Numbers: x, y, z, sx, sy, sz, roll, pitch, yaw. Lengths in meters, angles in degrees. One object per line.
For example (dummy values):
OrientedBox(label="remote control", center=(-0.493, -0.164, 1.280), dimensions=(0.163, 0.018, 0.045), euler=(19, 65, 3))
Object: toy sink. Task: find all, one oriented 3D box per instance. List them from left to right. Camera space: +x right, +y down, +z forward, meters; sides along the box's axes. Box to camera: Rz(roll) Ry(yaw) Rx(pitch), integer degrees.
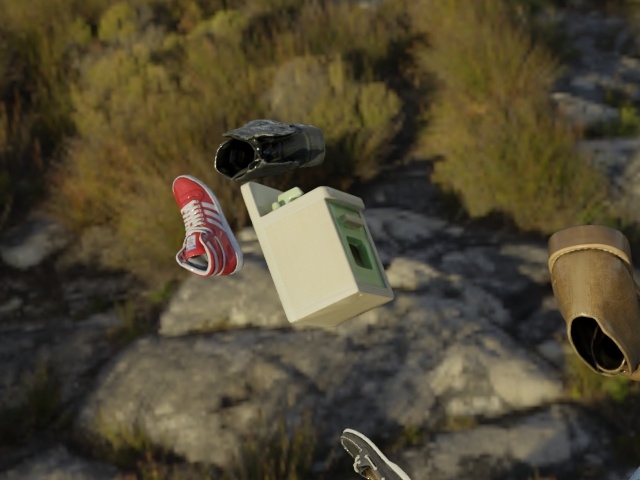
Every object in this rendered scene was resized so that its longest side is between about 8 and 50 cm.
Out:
OrientedBox(label="toy sink", center=(0.000, 0.000, 1.945), dimensions=(0.131, 0.234, 0.153), euler=(-27, -17, 19))

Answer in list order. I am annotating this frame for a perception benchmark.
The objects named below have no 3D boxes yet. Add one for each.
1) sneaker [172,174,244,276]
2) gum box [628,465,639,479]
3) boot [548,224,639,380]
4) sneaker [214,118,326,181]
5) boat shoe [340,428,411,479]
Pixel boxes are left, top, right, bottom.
OrientedBox(label="sneaker", center=(-0.129, -0.014, 1.307), dimensions=(0.042, 0.118, 0.067), euler=(-39, -12, 30))
OrientedBox(label="gum box", center=(0.495, 0.325, 1.774), dimensions=(0.041, 0.184, 0.157), euler=(33, 16, -1))
OrientedBox(label="boot", center=(0.304, 0.103, 1.329), dimensions=(0.112, 0.305, 0.115), euler=(-10, 60, 24))
OrientedBox(label="sneaker", center=(-0.061, -0.079, 1.119), dimensions=(0.089, 0.051, 0.170), euler=(-10, 7, -34))
OrientedBox(label="boat shoe", center=(0.067, 0.298, 1.680), dimensions=(0.038, 0.046, 0.125), euler=(-38, 62, -24))
